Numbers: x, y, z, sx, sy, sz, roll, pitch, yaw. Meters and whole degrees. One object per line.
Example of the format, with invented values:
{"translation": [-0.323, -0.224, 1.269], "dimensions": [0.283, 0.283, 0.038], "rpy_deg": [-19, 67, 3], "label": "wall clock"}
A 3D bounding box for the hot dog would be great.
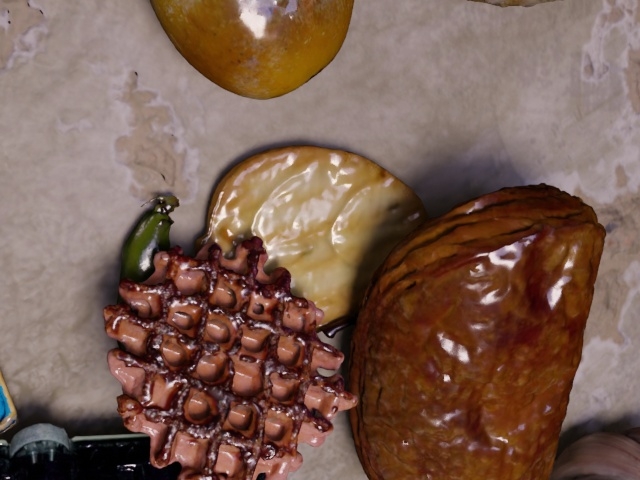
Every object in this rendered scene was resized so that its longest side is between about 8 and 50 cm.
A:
{"translation": [0.167, 0.123, 0.836], "dimensions": [0.267, 0.174, 0.388], "rpy_deg": [-7, 114, -30], "label": "hot dog"}

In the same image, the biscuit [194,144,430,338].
{"translation": [-0.002, 0.000, 0.827], "dimensions": [0.260, 0.041, 0.203], "rpy_deg": [-10, 100, -22], "label": "biscuit"}

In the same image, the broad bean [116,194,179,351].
{"translation": [-0.164, 0.085, 0.767], "dimensions": [0.065, 0.046, 0.254], "rpy_deg": [-6, 101, -35], "label": "broad bean"}

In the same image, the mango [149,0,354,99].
{"translation": [-0.069, -0.281, 0.697], "dimensions": [0.192, 0.146, 0.316], "rpy_deg": [-13, 90, -22], "label": "mango"}

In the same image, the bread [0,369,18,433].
{"translation": [-0.319, 0.131, 0.708], "dimensions": [0.072, 0.053, 0.106], "rpy_deg": [-29, 114, -41], "label": "bread"}

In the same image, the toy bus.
{"translation": [-0.178, 0.264, 0.731], "dimensions": [0.276, 0.134, 0.165], "rpy_deg": [4, 126, -23], "label": "toy bus"}

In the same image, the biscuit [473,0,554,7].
{"translation": [0.114, -0.296, 0.769], "dimensions": [0.290, 0.141, 0.038], "rpy_deg": [25, 64, -43], "label": "biscuit"}

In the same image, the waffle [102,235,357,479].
{"translation": [-0.083, 0.108, 0.720], "dimensions": [0.221, 0.055, 0.234], "rpy_deg": [-30, 87, -35], "label": "waffle"}

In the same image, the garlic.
{"translation": [0.355, 0.308, 0.970], "dimensions": [0.160, 0.191, 0.214], "rpy_deg": [39, 41, -11], "label": "garlic"}
